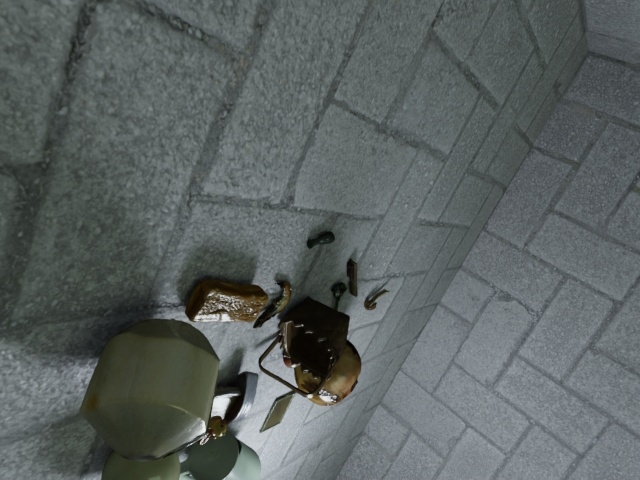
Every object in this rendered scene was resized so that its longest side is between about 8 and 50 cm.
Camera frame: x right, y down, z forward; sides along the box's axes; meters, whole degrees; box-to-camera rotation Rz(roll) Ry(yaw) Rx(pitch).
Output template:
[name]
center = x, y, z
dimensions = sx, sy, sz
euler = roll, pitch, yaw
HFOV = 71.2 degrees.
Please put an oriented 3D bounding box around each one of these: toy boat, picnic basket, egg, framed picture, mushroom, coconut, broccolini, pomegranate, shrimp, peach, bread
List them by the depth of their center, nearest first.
[coconut]
center = -0.389, 0.354, 1.057
dimensions = 0.323, 0.323, 0.323
euler = -37, 146, -30
[bread]
center = -0.273, 0.185, 1.311
dimensions = 0.139, 0.077, 0.271
euler = -57, 150, 11
[egg]
center = -0.525, 0.690, 1.312
dimensions = 0.219, 0.219, 0.269
euler = -21, 141, -46
[shrimp]
center = -0.164, 0.212, 1.536
dimensions = 0.195, 0.035, 0.147
euler = -38, 150, -41
[toy boat]
center = -0.366, 0.589, 1.581
dimensions = 0.294, 0.111, 0.276
euler = -11, 130, -35
[picnic basket]
center = -0.050, 0.410, 1.686
dimensions = 0.321, 0.254, 0.291
euler = -47, 151, -37
[peach]
center = -0.117, 0.488, 1.851
dimensions = 0.083, 0.083, 0.083
euler = -37, 146, -30
[pomegranate]
center = 0.034, 0.561, 1.953
dimensions = 0.322, 0.322, 0.322
euler = -37, 146, -30
[broccolini]
center = 0.067, 0.267, 1.958
dimensions = 0.254, 0.071, 0.057
euler = 100, -5, -47
[framed picture]
center = -0.202, 0.815, 2.125
dimensions = 0.150, 0.015, 0.203
euler = -2, 122, -55
[mushroom]
center = 0.289, 0.292, 2.276
dimensions = 0.187, 0.060, 0.061
euler = -35, 146, -37

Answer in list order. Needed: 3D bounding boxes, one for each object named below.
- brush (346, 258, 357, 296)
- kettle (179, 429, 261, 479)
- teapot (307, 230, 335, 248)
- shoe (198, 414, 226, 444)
[brush]
center = 0.136, 0.171, 1.941
dimensions = 0.036, 0.043, 0.248
euler = -33, 146, -22
[kettle]
center = -0.398, 0.874, 1.754
dimensions = 0.318, 0.265, 0.205
euler = 76, 23, -54
[teapot]
center = 0.000, 0.000, 1.563
dimensions = 0.111, 0.043, 0.042
euler = -20, 135, -43
[shoe]
center = -0.369, 0.641, 1.506
dimensions = 0.109, 0.069, 0.072
euler = -11, 138, -11
